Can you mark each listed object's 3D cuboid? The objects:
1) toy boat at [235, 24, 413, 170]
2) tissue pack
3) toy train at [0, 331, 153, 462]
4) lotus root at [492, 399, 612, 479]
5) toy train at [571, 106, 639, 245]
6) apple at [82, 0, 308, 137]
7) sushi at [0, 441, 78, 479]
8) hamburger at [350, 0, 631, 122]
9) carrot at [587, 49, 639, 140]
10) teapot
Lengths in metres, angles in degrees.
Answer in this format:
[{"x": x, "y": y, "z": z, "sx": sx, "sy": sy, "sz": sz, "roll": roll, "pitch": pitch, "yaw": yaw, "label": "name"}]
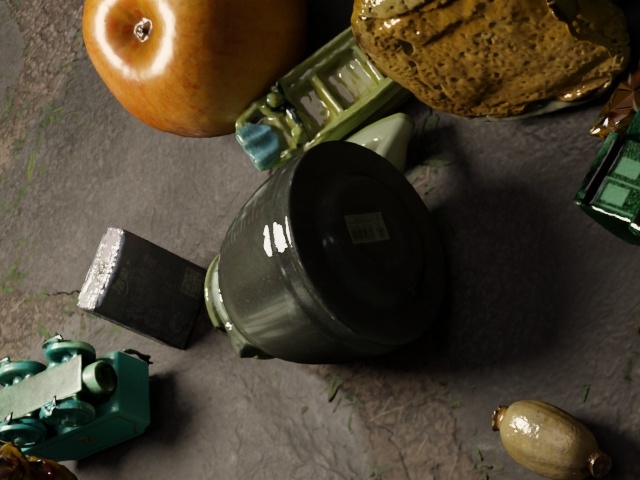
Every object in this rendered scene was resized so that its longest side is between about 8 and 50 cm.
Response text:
[{"x": 0.026, "y": -0.184, "z": 1.808, "sx": 0.276, "sy": 0.084, "sz": 0.111, "roll": -37, "pitch": 66, "yaw": 7, "label": "toy boat"}, {"x": -0.222, "y": 0.061, "z": 1.862, "sx": 0.051, "sy": 0.156, "sz": 0.112, "roll": 7, "pitch": 73, "yaw": 47, "label": "tissue pack"}, {"x": -0.317, "y": 0.206, "z": 1.862, "sx": 0.203, "sy": 0.163, "sz": 0.112, "roll": -23, "pitch": 55, "yaw": 31, "label": "toy train"}, {"x": 0.225, "y": 0.200, "z": 1.473, "sx": 0.062, "sy": 0.073, "sz": 0.150, "roll": -28, "pitch": 32, "yaw": -33, "label": "lotus root"}, {"x": 0.389, "y": -0.109, "z": 1.453, "sx": 0.178, "sy": 0.138, "sz": 0.330, "roll": 25, "pitch": 84, "yaw": 49, "label": "toy train"}, {"x": -0.165, "y": -0.274, "z": 1.884, "sx": 0.299, "sy": 0.275, "sz": 0.299, "roll": 5, "pitch": 101, "yaw": 25, "label": "apple"}, {"x": -0.361, "y": 0.358, "z": 1.785, "sx": 0.200, "sy": 0.213, "sz": 0.204, "roll": 20, "pitch": 82, "yaw": 44, "label": "sushi"}, {"x": 0.189, "y": -0.249, "z": 1.579, "sx": 0.318, "sy": 0.318, "sz": 0.158, "roll": -6, "pitch": 60, "yaw": 38, "label": "hamburger"}, {"x": 0.370, "y": -0.196, "z": 1.566, "sx": 0.069, "sy": 0.069, "sz": 0.229, "roll": 34, "pitch": 92, "yaw": 45, "label": "carrot"}, {"x": -0.017, "y": -0.002, "z": 1.674, "sx": 0.239, "sy": 0.239, "sz": 0.322, "roll": -27, "pitch": 56, "yaw": 41, "label": "teapot"}]
